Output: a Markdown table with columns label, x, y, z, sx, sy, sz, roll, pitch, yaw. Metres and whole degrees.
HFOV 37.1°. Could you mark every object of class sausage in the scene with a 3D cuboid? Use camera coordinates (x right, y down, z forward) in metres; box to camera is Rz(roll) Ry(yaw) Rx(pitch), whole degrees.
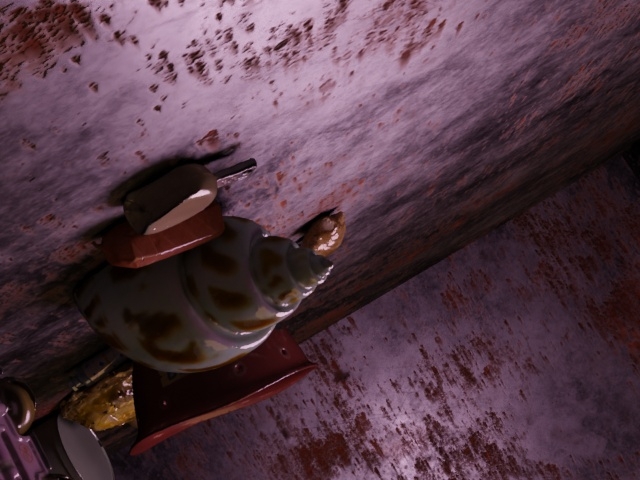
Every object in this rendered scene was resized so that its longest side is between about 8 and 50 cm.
| label | x | y | z | sx | sy | sz | roll | pitch | yaw |
| --- | --- | --- | --- | --- | --- | --- | --- | --- | --- |
| sausage | -0.204 | -0.008 | 1.208 | 0.169 | 0.065 | 0.065 | -23 | 167 | -40 |

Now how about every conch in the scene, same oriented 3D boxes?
| label | x | y | z | sx | sy | sz | roll | pitch | yaw |
| --- | --- | --- | --- | --- | --- | --- | --- | --- | --- |
| conch | -0.163 | 0.072 | 1.345 | 0.368 | 0.197 | 0.249 | -39 | 150 | 20 |

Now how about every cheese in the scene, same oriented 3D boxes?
| label | x | y | z | sx | sy | sz | roll | pitch | yaw |
| --- | --- | --- | --- | --- | --- | --- | --- | --- | --- |
| cheese | -0.150 | -0.062 | 1.127 | 0.171 | 0.047 | 0.092 | -29 | 172 | -11 |

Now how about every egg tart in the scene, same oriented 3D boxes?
| label | x | y | z | sx | sy | sz | roll | pitch | yaw |
| --- | --- | --- | --- | --- | --- | --- | --- | --- | --- |
| egg tart | -0.445 | 0.350 | 2.133 | 0.279 | 0.095 | 0.279 | -27 | 164 | -8 |

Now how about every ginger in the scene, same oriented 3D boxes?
| label | x | y | z | sx | sy | sz | roll | pitch | yaw |
| --- | --- | --- | --- | --- | --- | --- | --- | --- | --- |
| ginger | -0.005 | 0.005 | 1.824 | 0.096 | 0.067 | 0.165 | -50 | -179 | -32 |

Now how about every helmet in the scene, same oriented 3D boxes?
| label | x | y | z | sx | sy | sz | roll | pitch | yaw |
| --- | --- | --- | --- | --- | --- | --- | --- | --- | --- |
| helmet | -0.219 | 0.223 | 1.798 | 0.385 | 0.230 | 0.337 | -25 | 171 | 10 |

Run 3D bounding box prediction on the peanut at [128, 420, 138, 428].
| label | x | y | z | sx | sy | sz | roll | pitch | yaw |
| --- | --- | --- | --- | --- | --- | --- | --- | --- | --- |
| peanut | -0.387 | 0.366 | 2.337 | 0.253 | 0.122 | 0.137 | -42 | 176 | 29 |

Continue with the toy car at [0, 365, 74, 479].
| label | x | y | z | sx | sy | sz | roll | pitch | yaw |
| --- | --- | --- | --- | --- | --- | --- | --- | --- | --- |
| toy car | -0.483 | 0.334 | 1.260 | 0.226 | 0.336 | 0.242 | -30 | 170 | 6 |

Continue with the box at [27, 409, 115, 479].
| label | x | y | z | sx | sy | sz | roll | pitch | yaw |
| --- | --- | --- | --- | --- | --- | --- | --- | --- | --- |
| box | -0.587 | 0.514 | 2.148 | 0.149 | 0.226 | 0.226 | -31 | 170 | 1 |

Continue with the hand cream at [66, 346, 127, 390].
| label | x | y | z | sx | sy | sz | roll | pitch | yaw |
| --- | --- | --- | --- | --- | --- | --- | --- | --- | --- |
| hand cream | -0.403 | 0.228 | 1.814 | 0.171 | 0.043 | 0.065 | -33 | 167 | 0 |

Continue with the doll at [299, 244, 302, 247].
| label | x | y | z | sx | sy | sz | roll | pitch | yaw |
| --- | --- | --- | --- | --- | --- | --- | --- | --- | --- |
| doll | -0.030 | 0.027 | 1.951 | 0.058 | 0.040 | 0.085 | -16 | 166 | -20 |
